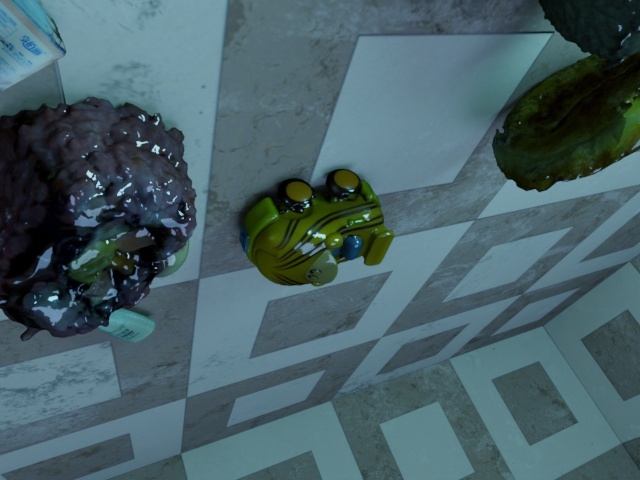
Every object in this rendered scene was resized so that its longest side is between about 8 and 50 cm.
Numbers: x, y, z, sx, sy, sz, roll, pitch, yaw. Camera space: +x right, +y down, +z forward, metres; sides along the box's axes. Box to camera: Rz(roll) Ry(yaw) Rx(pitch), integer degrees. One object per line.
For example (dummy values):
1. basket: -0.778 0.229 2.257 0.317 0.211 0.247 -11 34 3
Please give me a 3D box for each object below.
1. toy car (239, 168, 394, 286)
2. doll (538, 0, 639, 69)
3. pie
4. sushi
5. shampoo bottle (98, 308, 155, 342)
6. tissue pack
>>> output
1. toy car: 0.000 0.000 0.831 0.248 0.142 0.200 -16 150 -20
2. doll: 0.368 -0.329 0.475 0.248 0.247 0.349 -14 159 -21
3. pie: 0.406 -0.196 0.709 0.355 0.102 0.288 -39 -166 -11
4. sushi: -0.254 -0.018 0.569 0.270 0.170 0.237 -44 147 22
5. shampoo bottle: -0.370 0.136 0.874 0.069 0.041 0.190 -23 152 6
6. tissue pack: -0.268 -0.180 0.400 0.074 0.058 0.094 -28 152 1
